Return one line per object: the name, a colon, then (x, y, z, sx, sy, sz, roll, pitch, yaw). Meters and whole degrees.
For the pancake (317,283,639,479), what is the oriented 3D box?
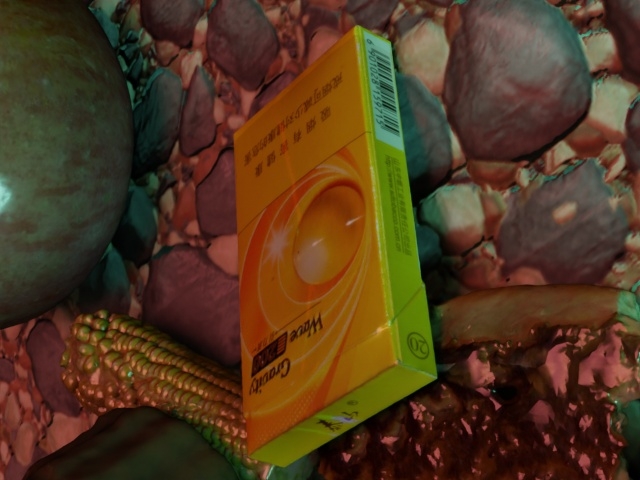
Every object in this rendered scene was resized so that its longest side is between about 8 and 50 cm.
pancake: (0.116, 0.144, 0.740, 0.266, 0.057, 0.244, -43, 63, 39)

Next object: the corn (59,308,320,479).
corn: (-0.109, 0.124, 0.948, 0.288, 0.086, 0.086, 20, 99, 46)

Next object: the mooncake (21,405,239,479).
mooncake: (-0.132, 0.237, 0.880, 0.228, 0.124, 0.228, 31, 135, 38)

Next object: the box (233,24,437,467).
box: (0.000, 0.000, 0.839, 0.152, 0.043, 0.269, -39, 43, 39)

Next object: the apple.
apple: (-0.324, -0.088, 1.078, 0.345, 0.269, 0.344, -8, 79, 47)
